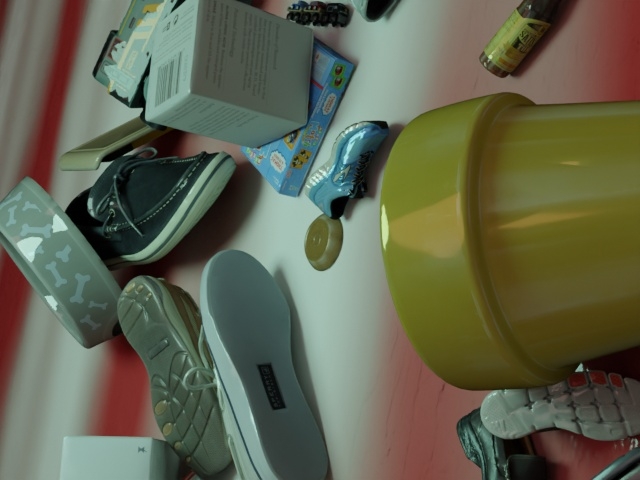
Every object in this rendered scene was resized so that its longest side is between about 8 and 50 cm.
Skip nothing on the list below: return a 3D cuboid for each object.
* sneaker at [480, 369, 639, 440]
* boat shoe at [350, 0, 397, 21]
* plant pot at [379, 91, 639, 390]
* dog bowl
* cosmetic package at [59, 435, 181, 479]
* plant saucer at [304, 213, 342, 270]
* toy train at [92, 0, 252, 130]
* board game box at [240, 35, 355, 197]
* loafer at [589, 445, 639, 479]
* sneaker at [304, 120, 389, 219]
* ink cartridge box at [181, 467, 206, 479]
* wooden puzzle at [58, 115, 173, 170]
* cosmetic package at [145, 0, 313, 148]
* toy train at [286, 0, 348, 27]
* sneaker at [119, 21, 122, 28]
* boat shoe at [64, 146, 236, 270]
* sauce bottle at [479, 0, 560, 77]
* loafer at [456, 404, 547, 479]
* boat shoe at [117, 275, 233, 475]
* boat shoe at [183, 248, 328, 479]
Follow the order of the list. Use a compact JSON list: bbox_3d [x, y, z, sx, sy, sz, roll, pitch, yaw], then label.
[{"bbox_3d":[0.227,0.146,0.791,0.158,0.065,0.061,-7,85,30],"label":"sneaker"},{"bbox_3d":[0.111,-0.374,1.110,0.227,0.079,0.081,-52,48,42],"label":"boat shoe"},{"bbox_3d":[0.215,-0.008,0.710,0.239,0.254,0.254,-9,72,38],"label":"plant pot"},{"bbox_3d":[-0.483,0.052,1.615,0.102,0.349,0.349,-37,29,-19],"label":"dog bowl"},{"bbox_3d":[-0.298,0.411,1.306,0.225,0.138,0.224,89,-178,-74],"label":"cosmetic package"},{"bbox_3d":[0.000,0.000,1.201,0.083,0.015,0.083,-23,61,51],"label":"plant saucer"},{"bbox_3d":[-0.258,-0.362,1.511,0.190,0.142,0.334,33,109,12],"label":"toy train"},{"bbox_3d":[-0.040,-0.193,1.297,0.160,0.039,0.211,49,119,50],"label":"board game box"},{"bbox_3d":[0.280,0.195,0.660,0.302,0.109,0.095,-53,45,27],"label":"loafer"},{"bbox_3d":[0.047,-0.090,1.139,0.073,0.063,0.162,57,132,25],"label":"sneaker"},{"bbox_3d":[-0.175,0.374,1.294,0.029,0.063,0.115,-45,33,-13],"label":"ink cartridge box"},{"bbox_3d":[-0.366,-0.197,1.664,0.221,0.238,0.044,6,129,56],"label":"wooden puzzle"},{"bbox_3d":[-0.129,-0.235,1.238,0.151,0.183,0.151,-13,69,54],"label":"cosmetic package"},{"bbox_3d":[-0.007,-0.340,1.304,0.158,0.027,0.036,23,96,55],"label":"toy train"},{"bbox_3d":[-0.341,-0.390,1.707,0.314,0.136,0.116,-26,59,50],"label":"sneaker"},{"bbox_3d":[-0.314,-0.065,1.512,0.500,0.156,0.187,-16,34,54],"label":"boat shoe"},{"bbox_3d":[0.221,-0.232,0.927,0.128,0.042,0.042,-53,41,34],"label":"sauce bottle"},{"bbox_3d":[0.186,0.222,0.824,0.061,0.062,0.170,-51,43,27],"label":"loafer"},{"bbox_3d":[-0.197,0.197,1.344,0.123,0.116,0.324,-32,73,28],"label":"boat shoe"},{"bbox_3d":[-0.104,0.197,1.206,0.156,0.136,0.367,-48,54,41],"label":"boat shoe"}]
